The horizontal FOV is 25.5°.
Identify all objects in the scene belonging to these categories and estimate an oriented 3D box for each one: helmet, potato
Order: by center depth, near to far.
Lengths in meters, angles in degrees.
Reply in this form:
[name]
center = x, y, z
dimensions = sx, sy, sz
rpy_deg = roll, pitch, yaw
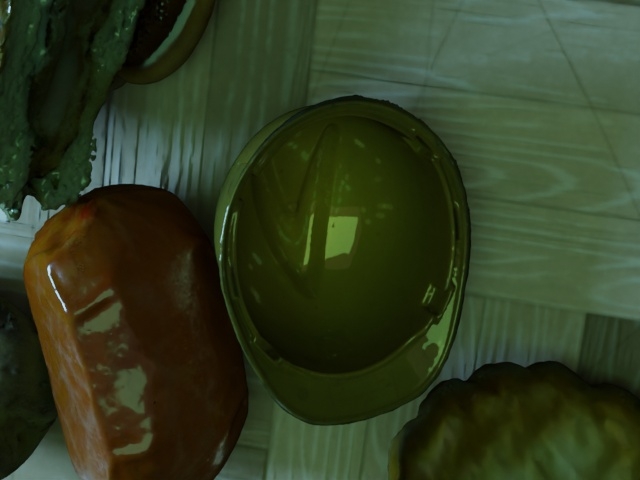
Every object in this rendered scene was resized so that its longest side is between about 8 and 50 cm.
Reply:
[helmet]
center = 0.000, 0.000, 1.113
dimensions = 0.205, 0.140, 0.256
rpy_deg = -14, 112, -19
[potato]
center = -0.317, 0.112, 1.202
dimensions = 0.200, 0.137, 0.154
rpy_deg = 33, 76, 2

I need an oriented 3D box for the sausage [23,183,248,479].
[sausage]
center = -0.148, 0.088, 1.150
dimensions = 0.141, 0.153, 0.268
rpy_deg = -18, 102, -28

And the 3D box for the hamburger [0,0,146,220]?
[hamburger]
center = -0.243, -0.187, 1.094
dimensions = 0.211, 0.132, 0.308
rpy_deg = 32, 111, 39

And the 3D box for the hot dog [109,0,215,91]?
[hot dog]
center = -0.138, -0.175, 1.142
dimensions = 0.090, 0.060, 0.140
rpy_deg = 31, 100, 7

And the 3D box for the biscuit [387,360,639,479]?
[biscuit]
center = 0.198, 0.259, 1.093
dimensions = 0.335, 0.078, 0.329
rpy_deg = 15, 66, -5
